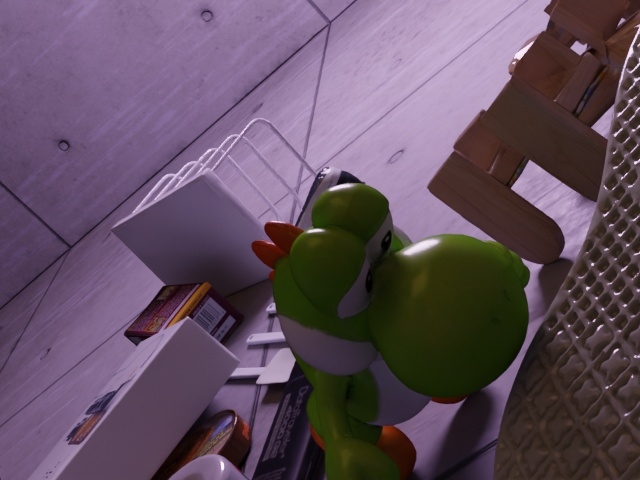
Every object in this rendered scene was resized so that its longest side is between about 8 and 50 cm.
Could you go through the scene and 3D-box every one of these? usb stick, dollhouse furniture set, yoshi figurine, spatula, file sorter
[{"bbox_3d":[-0.021,0.198,1.148,0.077,0.045,0.278,-25,25,30],"label":"usb stick"},{"bbox_3d":[0.347,-0.181,1.017,0.362,0.256,0.394,-54,-1,-29],"label":"dollhouse furniture set"},{"bbox_3d":[0.070,0.089,0.838,0.203,0.362,0.204,-13,63,2],"label":"yoshi figurine"},{"bbox_3d":[-0.050,0.125,1.419,0.168,0.019,0.242,-54,20,-25],"label":"spatula"},{"bbox_3d":[-0.153,-0.042,1.742,0.277,0.193,0.173,-25,24,47],"label":"file sorter"}]

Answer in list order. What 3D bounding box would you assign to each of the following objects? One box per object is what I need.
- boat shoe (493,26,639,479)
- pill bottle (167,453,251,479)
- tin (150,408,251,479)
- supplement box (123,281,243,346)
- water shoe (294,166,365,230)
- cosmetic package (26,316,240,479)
[{"bbox_3d":[0.252,0.044,0.723,0.187,0.156,0.500,-13,49,55],"label":"boat shoe"},{"bbox_3d":[-0.050,0.259,0.847,0.108,0.180,0.108,-40,18,16],"label":"pill bottle"},{"bbox_3d":[-0.155,0.275,1.287,0.189,0.040,0.106,-42,14,9],"label":"tin"},{"bbox_3d":[-0.208,0.128,1.658,0.104,0.081,0.188,-52,19,-21],"label":"supplement box"},{"bbox_3d":[0.000,0.000,1.511,0.073,0.080,0.203,-83,16,-68],"label":"water shoe"},{"bbox_3d":[-0.283,0.281,1.395,0.377,0.097,0.284,-52,7,-22],"label":"cosmetic package"}]
